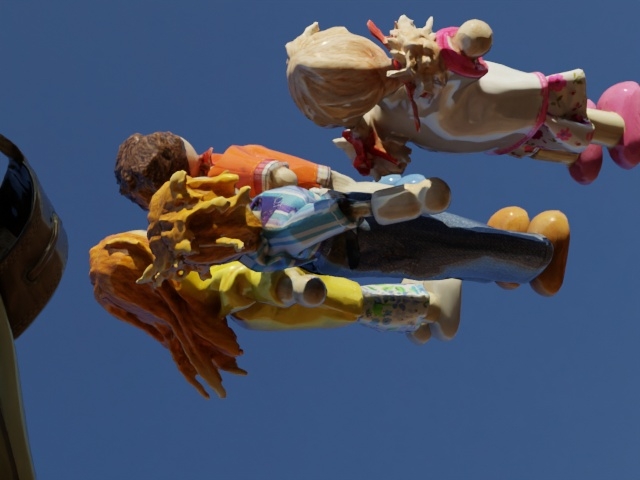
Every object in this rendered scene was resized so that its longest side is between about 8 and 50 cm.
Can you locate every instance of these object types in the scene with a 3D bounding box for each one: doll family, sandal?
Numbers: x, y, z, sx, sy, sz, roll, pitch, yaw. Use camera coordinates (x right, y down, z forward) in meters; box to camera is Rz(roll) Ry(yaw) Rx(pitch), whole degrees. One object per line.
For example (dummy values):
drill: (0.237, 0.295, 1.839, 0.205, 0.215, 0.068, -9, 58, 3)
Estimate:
doll family: (0.000, 0.000, 0.752, 0.163, 0.263, 0.118, 7, -104, -25)
sandal: (-0.185, 0.023, 1.062, 0.086, 0.120, 0.303, -8, -87, -34)
